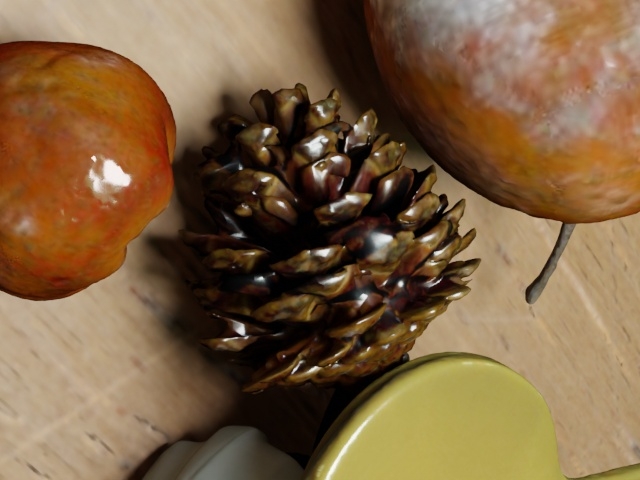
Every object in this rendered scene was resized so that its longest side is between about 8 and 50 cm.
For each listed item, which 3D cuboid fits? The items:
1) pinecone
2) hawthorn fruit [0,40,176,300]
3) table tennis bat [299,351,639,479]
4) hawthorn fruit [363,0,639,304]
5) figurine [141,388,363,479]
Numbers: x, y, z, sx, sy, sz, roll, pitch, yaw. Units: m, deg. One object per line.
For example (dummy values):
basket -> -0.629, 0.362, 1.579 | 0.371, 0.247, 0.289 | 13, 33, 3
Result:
pinecone -> 0.000, 0.000, 0.914 | 0.173, 0.173, 0.173 | -15, 114, -38
hawthorn fruit -> -0.134, -0.036, 0.813 | 0.125, 0.140, 0.125 | 14, 90, -81
table tennis bat -> 0.099, 0.158, 0.958 | 0.321, 0.050, 0.198 | 1, 101, -45
hawthorn fruit -> 0.147, -0.128, 0.957 | 0.235, 0.231, 0.263 | -27, 165, 13
figurine -> -0.002, 0.165, 0.980 | 0.236, 0.133, 0.176 | -11, 102, -42
